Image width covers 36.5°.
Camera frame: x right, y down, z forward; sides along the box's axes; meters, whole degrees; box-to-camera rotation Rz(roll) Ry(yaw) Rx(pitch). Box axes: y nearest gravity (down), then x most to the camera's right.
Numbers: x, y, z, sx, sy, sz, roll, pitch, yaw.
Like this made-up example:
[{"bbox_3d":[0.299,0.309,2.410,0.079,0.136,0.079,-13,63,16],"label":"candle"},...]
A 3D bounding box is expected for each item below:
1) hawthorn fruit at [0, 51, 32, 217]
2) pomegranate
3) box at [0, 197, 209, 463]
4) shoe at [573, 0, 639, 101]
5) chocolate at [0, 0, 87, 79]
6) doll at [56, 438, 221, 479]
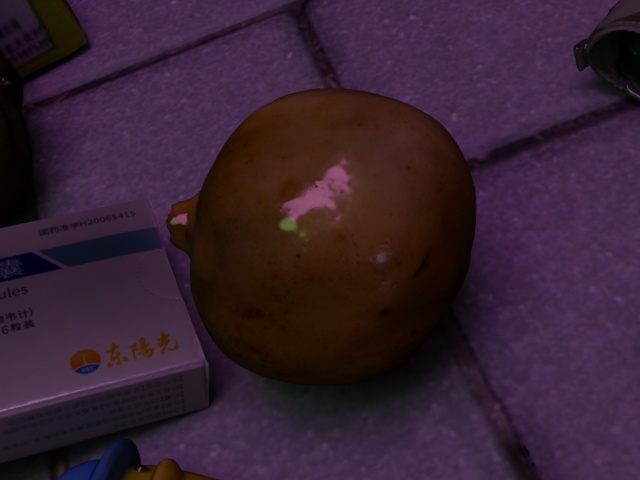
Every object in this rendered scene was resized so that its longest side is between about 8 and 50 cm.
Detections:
[{"bbox_3d":[-0.447,-0.113,0.952,0.300,0.268,0.268,-17,48,9],"label":"hawthorn fruit"},{"bbox_3d":[0.007,0.001,0.730,0.233,0.233,0.233,-9,49,11],"label":"pomegranate"},{"bbox_3d":[-0.281,0.085,0.785,0.343,0.065,0.200,-13,48,-16],"label":"box"},{"bbox_3d":[0.333,-0.133,0.812,0.098,0.103,0.275,-37,44,-12],"label":"shoe"},{"bbox_3d":[-0.475,-0.282,1.171,0.301,0.137,0.289,-31,49,-8],"label":"chocolate"},{"bbox_3d":[-0.044,0.226,0.625,0.199,0.145,0.363,-8,22,-44],"label":"doll"}]
